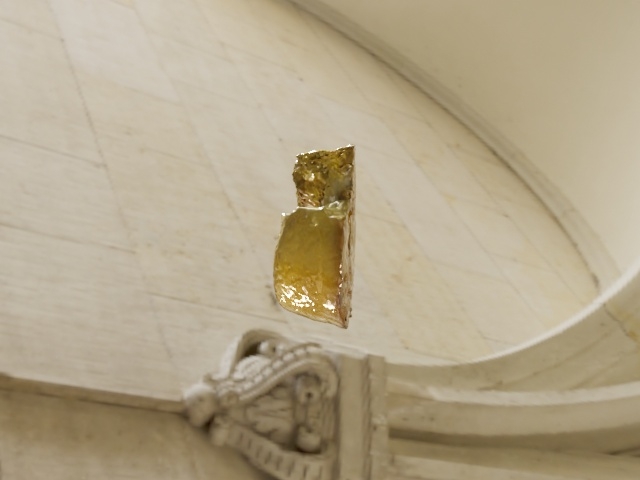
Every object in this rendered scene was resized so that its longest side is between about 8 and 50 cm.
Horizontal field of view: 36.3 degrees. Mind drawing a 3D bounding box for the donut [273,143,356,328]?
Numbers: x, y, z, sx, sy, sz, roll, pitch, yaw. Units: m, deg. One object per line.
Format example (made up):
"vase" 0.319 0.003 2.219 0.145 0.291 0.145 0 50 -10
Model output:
"donut" 0.000 0.000 0.559 0.108 0.043 0.097 -76 168 -52
